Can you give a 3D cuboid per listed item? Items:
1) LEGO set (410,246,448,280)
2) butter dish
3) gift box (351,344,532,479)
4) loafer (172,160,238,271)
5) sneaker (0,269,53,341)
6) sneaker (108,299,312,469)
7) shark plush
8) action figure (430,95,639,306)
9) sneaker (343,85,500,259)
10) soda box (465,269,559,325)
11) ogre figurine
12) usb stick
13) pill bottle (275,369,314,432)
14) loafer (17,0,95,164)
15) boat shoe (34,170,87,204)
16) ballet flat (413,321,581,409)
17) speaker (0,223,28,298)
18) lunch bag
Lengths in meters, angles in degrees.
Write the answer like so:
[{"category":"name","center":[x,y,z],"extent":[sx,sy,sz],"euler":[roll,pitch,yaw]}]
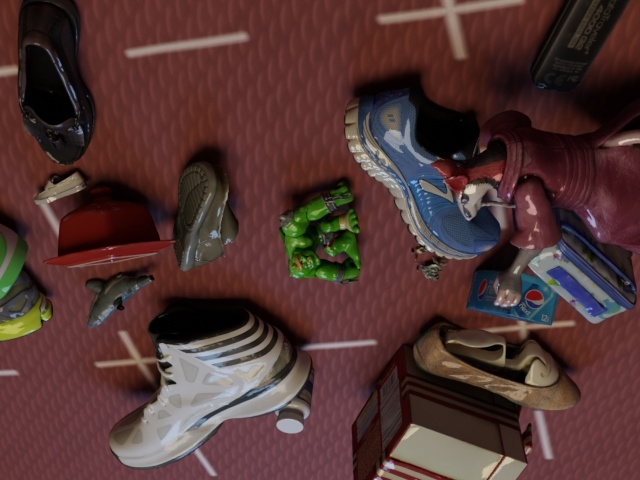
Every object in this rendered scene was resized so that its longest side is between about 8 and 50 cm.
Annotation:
[{"category":"LEGO set","center":[0.174,0.042,1.934],"extent":[0.054,0.023,0.083],"euler":[-29,129,35]},{"category":"butter dish","center":[-0.333,-0.025,1.860],"extent":[0.160,0.118,0.160],"euler":[-10,179,36]},{"category":"gift box","center":[0.221,0.347,2.126],"extent":[0.258,0.276,0.255],"euler":[22,125,-12]},{"category":"loafer","center":[-0.171,-0.042,1.846],"extent":[0.087,0.094,0.251],"euler":[-9,154,-20]},{"category":"sneaker","center":[-0.619,0.125,2.045],"extent":[0.300,0.111,0.121],"euler":[-22,124,-10]},{"category":"sneaker","center":[-0.260,0.235,2.149],"extent":[0.447,0.169,0.257],"euler":[-29,121,25]},{"category":"shark plush","center":[-0.334,0.099,2.036],"extent":[0.161,0.067,0.073],"euler":[-17,134,26]},{"category":"action figure","center":[0.321,-0.082,1.534],"extent":[0.370,0.248,0.276],"euler":[0,149,-28]},{"category":"sneaker","center":[0.175,-0.093,1.694],"extent":[0.147,0.130,0.330],"euler":[-19,134,31]},{"category":"soda box","center":[0.295,0.086,1.851],"extent":[0.071,0.067,0.210],"euler":[15,177,-10]},{"category":"ogre figurine","center":[0.000,0.000,1.861],"extent":[0.118,0.097,0.197],"euler":[-13,155,-4]},{"category":"usb stick","center":[0.343,-0.294,1.496],"extent":[0.077,0.045,0.278],"euler":[6,141,-13]},{"category":"pill bottle","center":[-0.049,0.287,2.180],"extent":[0.067,0.120,0.067],"euler":[4,140,4]},{"category":"loafer","center":[-0.379,-0.203,1.662],"extent":[0.109,0.095,0.302],"euler":[7,140,0]},{"category":"boat shoe","center":[-0.409,-0.084,1.861],"extent":[0.100,0.035,0.035],"euler":[-16,108,30]},{"category":"ballet flat","center":[0.318,0.212,2.060],"extent":[0.316,0.107,0.106],"euler":[14,132,-10]},{"category":"speaker","center":[-0.622,-0.014,1.897],"extent":[0.296,0.131,0.131],"euler":[29,135,-25]},{"category":"lunch bag","center":[0.374,0.010,1.749],"extent":[0.090,0.176,0.219],"euler":[-29,127,33]}]
